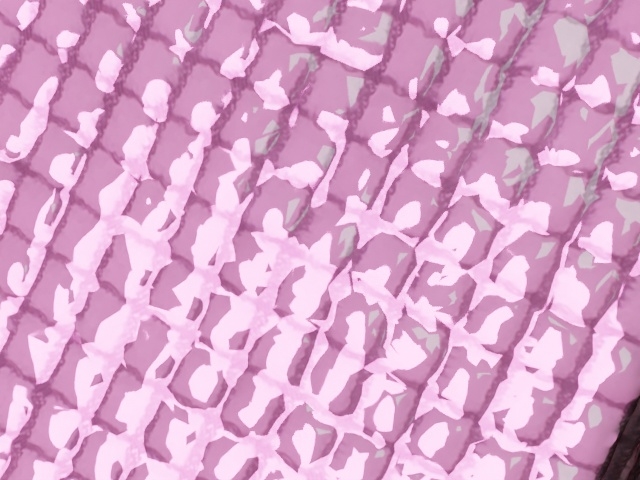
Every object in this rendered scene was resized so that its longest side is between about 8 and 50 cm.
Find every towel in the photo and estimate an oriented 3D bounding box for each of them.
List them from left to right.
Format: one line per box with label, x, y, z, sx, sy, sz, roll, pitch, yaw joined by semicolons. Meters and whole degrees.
towel;0.000;0.000;0.576;0.235;0.121;0.284;26;99;21
